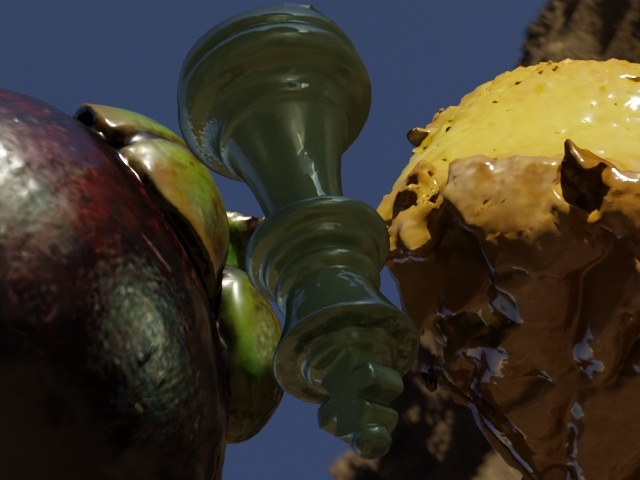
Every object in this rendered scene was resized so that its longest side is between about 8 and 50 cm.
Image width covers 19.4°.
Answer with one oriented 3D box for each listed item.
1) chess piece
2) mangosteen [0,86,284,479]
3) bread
[{"bbox_3d":[0.000,0.000,0.518,0.059,0.149,0.059,-10,-44,-9],"label":"chess piece"},{"bbox_3d":[-0.170,0.052,0.898,0.300,0.300,0.300,-4,-71,-13],"label":"mangosteen"},{"bbox_3d":[0.150,0.038,0.681,0.147,0.160,0.260,-33,-75,35],"label":"bread"}]
